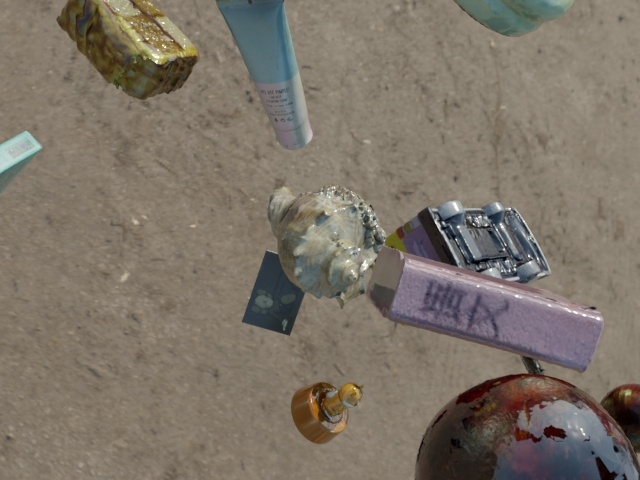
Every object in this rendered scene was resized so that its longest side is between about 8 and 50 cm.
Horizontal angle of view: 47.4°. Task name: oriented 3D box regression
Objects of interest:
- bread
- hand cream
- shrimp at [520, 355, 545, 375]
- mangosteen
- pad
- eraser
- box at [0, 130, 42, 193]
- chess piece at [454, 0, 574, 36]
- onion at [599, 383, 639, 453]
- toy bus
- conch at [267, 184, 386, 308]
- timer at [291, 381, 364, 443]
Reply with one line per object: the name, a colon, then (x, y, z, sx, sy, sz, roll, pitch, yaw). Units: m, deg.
bread: (-0.320, -0.343, 1.219, 0.222, 0.096, 0.181, 46, 28, 6)
hand cream: (-0.082, -0.288, 1.246, 0.312, 0.111, 0.070, 74, 23, -50)
shrimp: (0.509, 0.303, 1.744, 0.034, 0.161, 0.091, -22, 112, 5)
mangosteen: (0.284, 0.337, 1.034, 0.359, 0.306, 0.306, -1, 92, -85)
pad: (-0.102, 0.129, 1.771, 0.127, 0.004, 0.190, 17, 97, -14)
eraser: (0.280, 0.116, 1.316, 0.359, 0.272, 0.122, 17, 92, -6)
box: (-0.525, -0.061, 1.057, 0.041, 0.162, 0.229, 49, 35, -10)
chess piece: (0.213, -0.308, 0.530, 0.195, 0.299, 0.194, 27, 47, -33)
onion: (0.510, 0.291, 1.189, 0.119, 0.119, 0.117, -26, 106, -37)
toy bus: (0.334, 0.055, 1.711, 0.440, 0.249, 0.209, -5, 63, -51)
conch: (0.000, 0.000, 1.025, 0.163, 0.245, 0.178, -22, 127, -20)
timer: (0.033, 0.348, 1.559, 0.132, 0.152, 0.132, 29, 42, -30)
